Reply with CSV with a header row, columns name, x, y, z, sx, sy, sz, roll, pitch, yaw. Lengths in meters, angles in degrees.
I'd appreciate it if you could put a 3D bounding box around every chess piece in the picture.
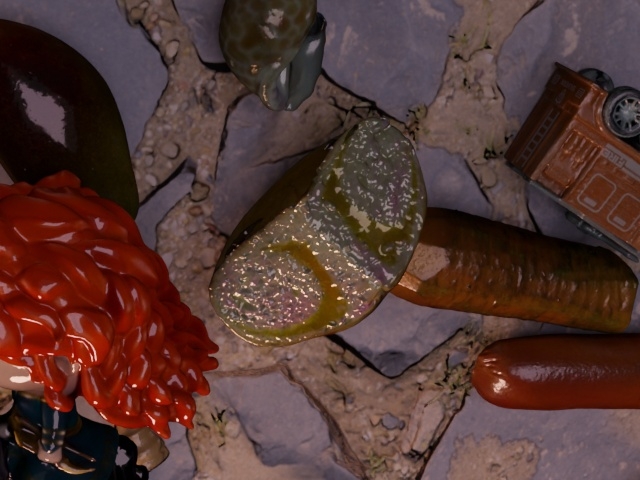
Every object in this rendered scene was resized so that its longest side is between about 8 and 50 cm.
name,x,y,z,sx,sy,sz,roll,pitch,yaw
chess piece,-0.220,0.167,1.780,0.060,0.060,0.172,-25,106,-11

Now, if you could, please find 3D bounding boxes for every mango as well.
name,x,y,z,sx,sy,sz,roll,pitch,yaw
mango,-0.265,-0.112,1.677,0.133,0.111,0.267,-41,115,-18

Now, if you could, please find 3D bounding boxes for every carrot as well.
name,x,y,z,sx,sy,sz,roll,pitch,yaw
carrot,0.205,0.033,1.853,0.301,0.114,0.114,10,98,-21

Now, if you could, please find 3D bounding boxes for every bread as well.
name,x,y,z,sx,sy,sz,roll,pitch,yaw
bread,0.009,-0.010,1.753,0.260,0.156,0.158,-40,105,22

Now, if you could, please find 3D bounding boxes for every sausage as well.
name,x,y,z,sx,sy,sz,roll,pitch,yaw
sausage,0.319,0.151,1.924,0.300,0.083,0.089,-1,141,-17

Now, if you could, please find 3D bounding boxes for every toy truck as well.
name,x,y,z,sx,sy,sz,roll,pitch,yaw
toy truck,0.365,-0.060,1.873,0.305,0.136,0.162,32,98,-18

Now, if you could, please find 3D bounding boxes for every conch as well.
name,x,y,z,sx,sy,sz,roll,pitch,yaw
conch,-0.053,-0.219,1.726,0.116,0.106,0.173,-35,129,-28

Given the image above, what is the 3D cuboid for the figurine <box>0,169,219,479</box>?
name,x,y,z,sx,sy,sz,roll,pitch,yaw
figurine,-0.278,0.145,1.619,0.306,0.241,0.412,26,105,-16
